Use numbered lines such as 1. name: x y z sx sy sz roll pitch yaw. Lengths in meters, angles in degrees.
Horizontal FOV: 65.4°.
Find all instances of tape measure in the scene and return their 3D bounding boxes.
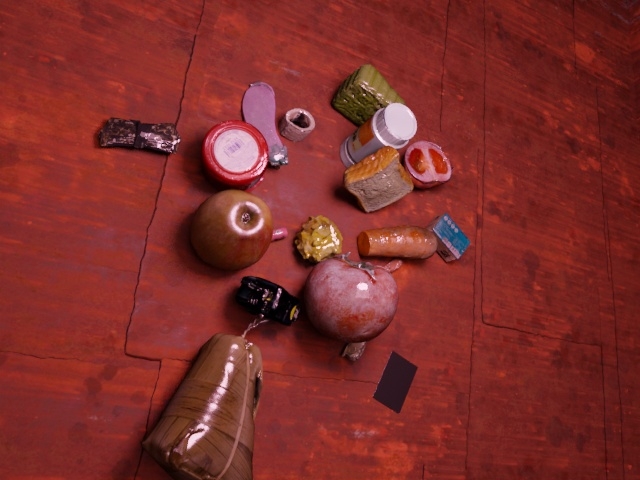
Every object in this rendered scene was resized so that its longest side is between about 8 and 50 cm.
1. tape measure: -0.175 0.190 1.579 0.186 0.199 0.112 17 70 27

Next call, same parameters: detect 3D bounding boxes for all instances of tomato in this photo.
1. tomato: 0.098 0.186 1.642 0.316 0.316 0.283 9 98 -24
2. tomato: 0.418 -0.299 2.041 0.227 0.112 0.199 -1 69 -25

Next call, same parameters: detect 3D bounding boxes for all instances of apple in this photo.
1. apple: -0.272 -0.034 1.563 0.256 0.234 0.257 7 76 -27

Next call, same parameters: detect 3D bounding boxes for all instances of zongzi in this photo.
1. zongzi: -0.241 0.528 1.507 0.467 0.218 0.500 59 41 -34

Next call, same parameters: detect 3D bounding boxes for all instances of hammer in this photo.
1. hammer: -0.153 -0.022 1.725 0.083 0.043 0.043 -14 83 -27

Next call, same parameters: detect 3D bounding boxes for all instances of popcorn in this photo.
1. popcorn: -0.006 0.005 1.742 0.173 0.142 0.174 15 68 -42

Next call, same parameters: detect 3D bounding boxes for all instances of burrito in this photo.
1. burrito: 0.148 0.320 1.770 0.058 0.063 0.230 40 65 -23

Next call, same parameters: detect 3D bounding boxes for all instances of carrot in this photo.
1. carrot: 0.297 0.006 1.886 0.301 0.138 0.139 2 76 -24

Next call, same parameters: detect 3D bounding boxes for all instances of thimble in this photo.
1. thimble: -0.087 -0.427 1.838 0.115 0.090 0.102 -11 82 -29

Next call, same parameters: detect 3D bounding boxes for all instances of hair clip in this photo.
1. hair clip: -0.202 -0.416 1.793 0.095 0.110 0.359 8 62 -66

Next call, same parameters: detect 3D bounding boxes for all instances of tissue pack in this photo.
1. tissue pack: 0.510 -0.012 2.024 0.169 0.082 0.120 48 61 -7

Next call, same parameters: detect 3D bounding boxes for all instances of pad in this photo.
1. pad: 0.274 0.514 1.814 0.127 0.004 0.190 36 65 -14

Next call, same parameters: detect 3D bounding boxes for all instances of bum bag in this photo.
1. bum bag: -0.572 -0.336 1.588 0.248 0.069 0.102 2 91 -24

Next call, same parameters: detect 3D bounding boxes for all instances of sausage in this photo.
1. sausage: 0.250 0.109 1.892 0.158 0.036 0.042 -26 64 -29

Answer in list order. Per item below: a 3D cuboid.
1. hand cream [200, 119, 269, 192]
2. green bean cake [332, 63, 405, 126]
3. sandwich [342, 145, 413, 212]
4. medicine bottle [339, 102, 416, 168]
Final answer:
1. hand cream: -0.282 -0.274 1.641 0.230 0.149 0.230 2 80 -10
2. green bean cake: 0.192 -0.536 1.930 0.248 0.222 0.125 30 64 -19
3. sandwich: 0.211 -0.213 1.815 0.251 0.226 0.087 43 28 -56
4. medicine bottle: 0.209 -0.373 1.839 0.158 0.318 0.158 6 75 -24
